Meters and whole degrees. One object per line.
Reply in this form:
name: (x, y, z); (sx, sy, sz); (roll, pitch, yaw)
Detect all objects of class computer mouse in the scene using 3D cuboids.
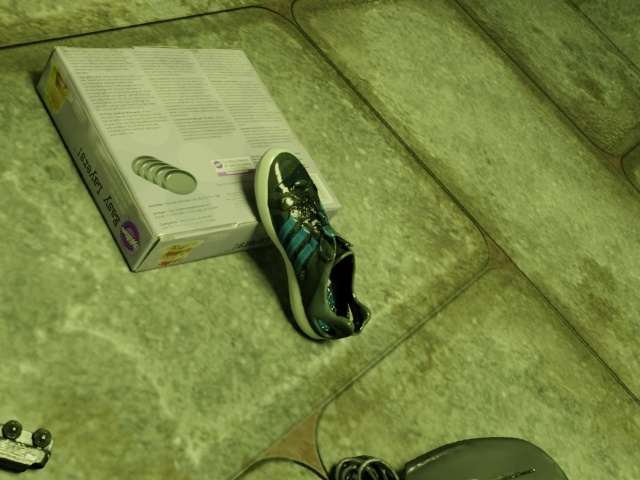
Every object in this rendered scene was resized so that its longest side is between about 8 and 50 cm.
computer mouse: (0.161, 0.250, 0.789); (0.272, 0.072, 0.188); (-1, 43, -42)

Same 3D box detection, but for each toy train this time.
toy train: (-0.270, 0.135, 0.596); (0.158, 0.027, 0.036); (23, 53, -22)

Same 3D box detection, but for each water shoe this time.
water shoe: (0.000, 0.000, 0.835); (0.073, 0.080, 0.203); (-29, 107, -44)

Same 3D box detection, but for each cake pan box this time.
cake pan box: (-0.131, -0.101, 0.898); (0.266, 0.070, 0.246); (-14, 66, -45)
